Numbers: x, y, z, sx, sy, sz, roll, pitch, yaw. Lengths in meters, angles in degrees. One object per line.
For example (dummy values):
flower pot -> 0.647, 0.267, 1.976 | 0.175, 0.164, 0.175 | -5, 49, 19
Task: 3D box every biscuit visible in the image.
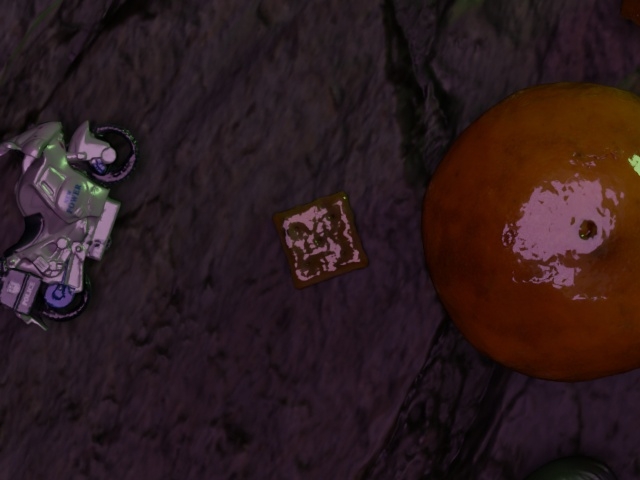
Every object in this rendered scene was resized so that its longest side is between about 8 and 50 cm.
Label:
biscuit -> 0.000, 0.000, 1.667 | 0.081, 0.018, 0.083 | -17, 90, 6

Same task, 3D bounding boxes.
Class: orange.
orange -> 0.236, -0.009, 1.540 | 0.283, 0.226, 0.284 | 0, 94, 0

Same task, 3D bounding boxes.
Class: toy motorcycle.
toy motorcycle -> -0.280, -0.026, 1.660 | 0.150, 0.102, 0.221 | 19, 94, -7

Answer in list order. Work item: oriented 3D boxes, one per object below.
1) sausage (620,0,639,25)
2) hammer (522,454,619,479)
sausage -> 0.420, -0.284, 1.545 | 0.302, 0.076, 0.103 | -35, 73, 23
hammer -> 0.174, 0.363, 1.621 | 0.335, 0.119, 0.206 | -30, 86, 13
